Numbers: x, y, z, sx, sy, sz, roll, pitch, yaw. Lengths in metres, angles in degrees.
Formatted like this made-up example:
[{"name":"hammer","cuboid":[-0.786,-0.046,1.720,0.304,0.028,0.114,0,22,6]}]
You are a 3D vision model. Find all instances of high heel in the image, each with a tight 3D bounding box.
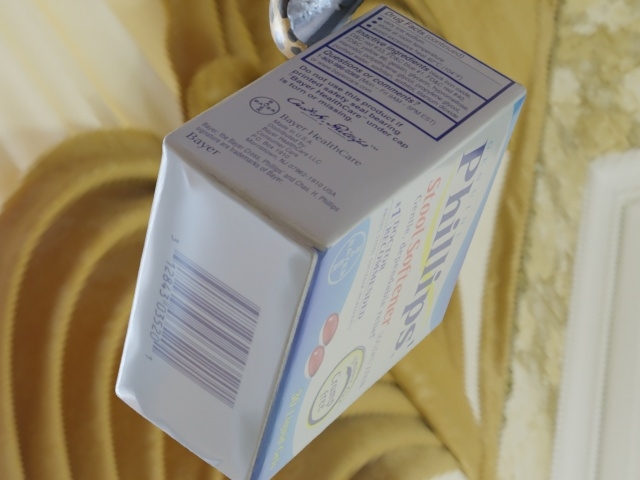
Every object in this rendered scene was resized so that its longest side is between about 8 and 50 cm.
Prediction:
[{"name":"high heel","cuboid":[0.002,-0.284,1.263,0.186,0.093,0.261,139,-44,-62]}]

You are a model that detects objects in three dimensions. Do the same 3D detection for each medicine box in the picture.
[{"name":"medicine box","cuboid":[0.000,0.000,1.198,0.149,0.263,0.289,33,-137,20]}]
